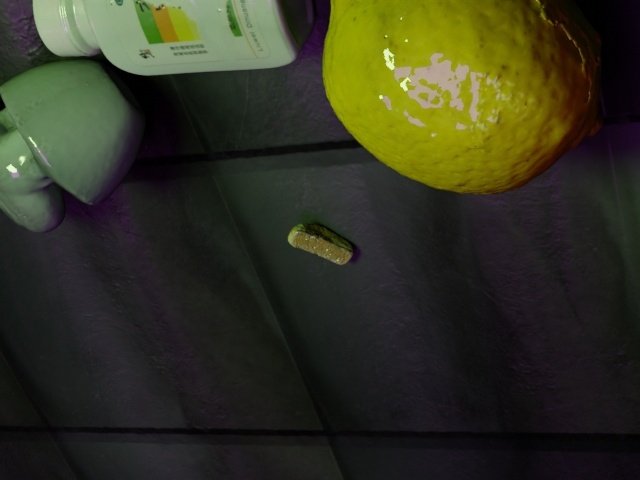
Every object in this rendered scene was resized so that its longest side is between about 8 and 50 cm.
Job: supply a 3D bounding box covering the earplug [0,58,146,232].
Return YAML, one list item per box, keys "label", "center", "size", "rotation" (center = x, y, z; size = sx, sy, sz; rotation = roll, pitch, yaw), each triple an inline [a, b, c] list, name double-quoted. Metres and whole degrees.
- label: "earplug"
  center: [-0.354, -0.119, 1.542]
  size: [0.325, 0.175, 0.214]
  rotation: [-14, 127, 42]

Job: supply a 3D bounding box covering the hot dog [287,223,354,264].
- label: "hot dog"
  center: [0.000, 0.000, 1.578]
  size: [0.090, 0.034, 0.030]
  rotation: [22, 126, -23]

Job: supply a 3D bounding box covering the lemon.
- label: "lemon"
  center: [0.143, -0.169, 1.227]
  size: [0.310, 0.253, 0.253]
  rotation: [26, 134, -16]

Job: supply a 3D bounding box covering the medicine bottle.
- label: "medicine bottle"
  center: [-0.164, -0.264, 1.368]
  size: [0.296, 0.111, 0.161]
  rotation: [2, 129, 22]
